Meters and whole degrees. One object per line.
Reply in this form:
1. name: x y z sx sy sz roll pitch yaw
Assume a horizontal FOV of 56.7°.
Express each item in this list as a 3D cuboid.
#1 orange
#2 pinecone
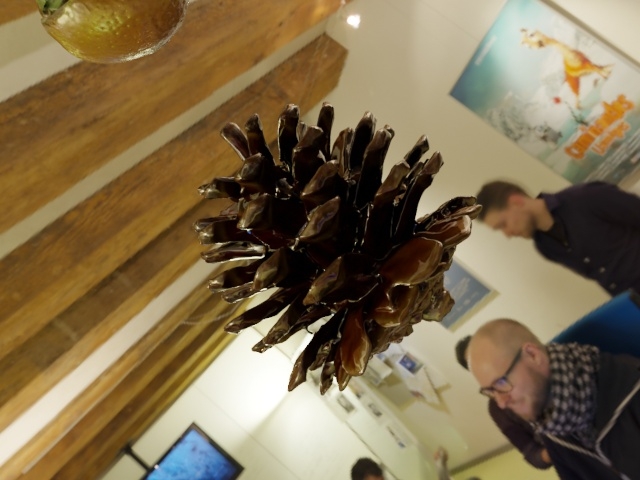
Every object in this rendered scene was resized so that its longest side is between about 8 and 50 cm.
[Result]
1. orange: -0.361 -0.426 1.040 0.262 0.334 0.196 -29 -43 -14
2. pinecone: 0.005 -0.008 0.546 0.264 0.264 0.264 -50 -9 -10
